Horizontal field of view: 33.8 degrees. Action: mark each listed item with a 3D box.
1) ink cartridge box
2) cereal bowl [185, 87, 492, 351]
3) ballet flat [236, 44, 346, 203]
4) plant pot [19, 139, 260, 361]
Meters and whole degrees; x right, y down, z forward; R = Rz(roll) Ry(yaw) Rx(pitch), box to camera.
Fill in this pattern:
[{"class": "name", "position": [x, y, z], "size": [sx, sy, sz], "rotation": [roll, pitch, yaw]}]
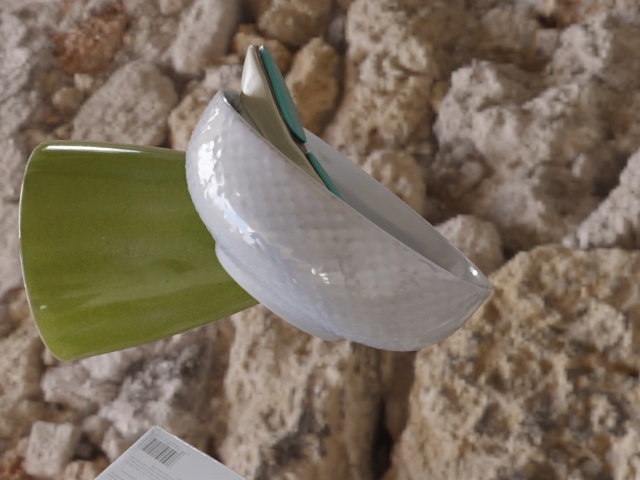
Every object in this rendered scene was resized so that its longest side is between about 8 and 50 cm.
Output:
[{"class": "ink cartridge box", "position": [-0.199, 0.360, 1.262], "size": [0.239, 0.275, 0.060], "rotation": [-41, -54, -26]}, {"class": "cereal bowl", "position": [0.000, 0.000, 1.057], "size": [0.141, 0.339, 0.339], "rotation": [-54, -25, 10]}, {"class": "ballet flat", "position": [-0.040, -0.081, 1.047], "size": [0.086, 0.086, 0.248], "rotation": [15, -135, -63]}, {"class": "plant pot", "position": [-0.176, -0.001, 1.287], "size": [0.275, 0.293, 0.275], "rotation": [-5, -90, -86]}]
